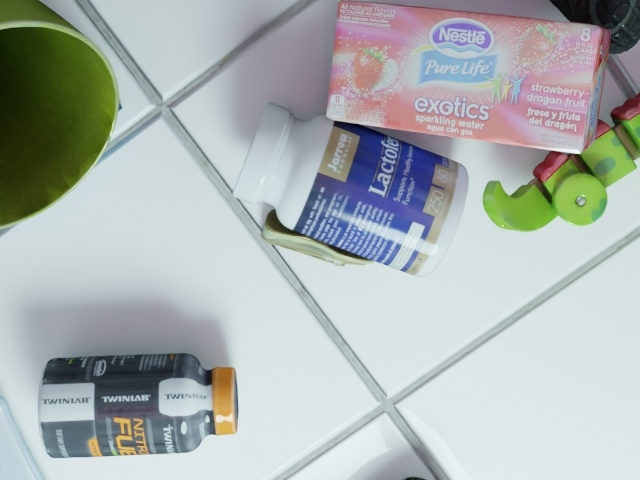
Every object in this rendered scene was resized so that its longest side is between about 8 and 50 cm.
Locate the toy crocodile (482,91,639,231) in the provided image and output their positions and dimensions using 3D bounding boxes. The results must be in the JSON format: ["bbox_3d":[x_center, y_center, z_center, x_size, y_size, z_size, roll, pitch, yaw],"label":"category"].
[{"bbox_3d":[0.361,-0.113,1.310,0.340,0.115,0.105,-34,100,6],"label":"toy crocodile"}]

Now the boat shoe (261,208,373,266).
[{"bbox_3d":[-0.001,0.001,1.363,0.153,0.048,0.056,14,56,-8],"label":"boat shoe"}]

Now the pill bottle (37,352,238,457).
[{"bbox_3d":[-0.229,0.212,1.356,0.245,0.130,0.130,-3,102,-1],"label":"pill bottle"}]

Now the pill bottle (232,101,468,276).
[{"bbox_3d":[0.035,-0.066,1.293,0.264,0.153,0.153,20,101,-6],"label":"pill bottle"}]

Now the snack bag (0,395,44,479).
[{"bbox_3d":[-0.515,0.394,1.436,0.342,0.037,0.323,-23,102,4],"label":"snack bag"}]

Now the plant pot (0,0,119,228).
[{"bbox_3d":[-0.419,-0.205,1.181,0.275,0.275,0.293,-47,59,8],"label":"plant pot"}]

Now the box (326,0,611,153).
[{"bbox_3d":[0.174,-0.194,1.224,0.300,0.154,0.142,10,103,18],"label":"box"}]

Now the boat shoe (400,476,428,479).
[{"bbox_3d":[0.045,0.456,1.418,0.324,0.122,0.120,-35,100,6],"label":"boat shoe"}]

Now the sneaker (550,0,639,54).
[{"bbox_3d":[0.297,-0.336,1.269,0.286,0.130,0.109,36,102,-31],"label":"sneaker"}]

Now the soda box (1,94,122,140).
[{"bbox_3d":[-0.352,-0.121,1.313,0.210,0.071,0.067,-40,100,7],"label":"soda box"}]
